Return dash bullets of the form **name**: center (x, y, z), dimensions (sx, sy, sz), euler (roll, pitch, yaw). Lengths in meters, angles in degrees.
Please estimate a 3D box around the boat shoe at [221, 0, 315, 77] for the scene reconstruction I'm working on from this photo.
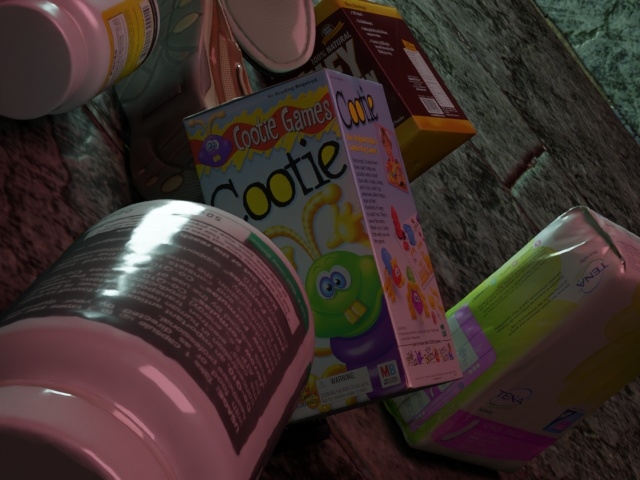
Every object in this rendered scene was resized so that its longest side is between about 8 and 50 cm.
- **boat shoe**: center (-0.093, -0.302, 2.030), dimensions (0.114, 0.091, 0.302), euler (-13, 66, -19)

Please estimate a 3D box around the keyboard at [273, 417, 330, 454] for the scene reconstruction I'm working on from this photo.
- **keyboard**: center (-0.045, 0.135, 1.538), dimensions (0.100, 0.038, 0.192), euler (58, 21, 13)

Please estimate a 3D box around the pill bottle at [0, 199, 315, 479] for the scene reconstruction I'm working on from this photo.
- **pill bottle**: center (-0.135, 0.119, 1.143), dimensions (0.204, 0.204, 0.361), euler (50, 21, -7)

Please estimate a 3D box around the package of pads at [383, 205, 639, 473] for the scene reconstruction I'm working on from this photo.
- **package of pads**: center (0.223, 0.106, 1.779), dimensions (0.229, 0.296, 0.101), euler (23, 30, -52)

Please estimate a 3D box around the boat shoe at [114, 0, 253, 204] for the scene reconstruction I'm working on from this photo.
- **boat shoe**: center (-0.121, -0.133, 1.705), dimensions (0.116, 0.123, 0.324), euler (39, 34, -40)

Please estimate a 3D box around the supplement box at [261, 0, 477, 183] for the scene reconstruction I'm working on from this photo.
- **supplement box**: center (0.054, -0.171, 2.093), dimensions (0.194, 0.129, 0.191), euler (58, 22, 12)

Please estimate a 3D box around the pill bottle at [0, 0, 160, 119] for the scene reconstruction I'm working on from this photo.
- **pill bottle**: center (-0.225, -0.177, 1.535), dimensions (0.119, 0.119, 0.208), euler (51, 21, -5)

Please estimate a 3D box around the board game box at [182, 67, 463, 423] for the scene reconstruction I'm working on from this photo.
- **board game box**: center (0.003, 0.009, 1.528), dimensions (0.144, 0.142, 0.275), euler (3, 71, -68)
